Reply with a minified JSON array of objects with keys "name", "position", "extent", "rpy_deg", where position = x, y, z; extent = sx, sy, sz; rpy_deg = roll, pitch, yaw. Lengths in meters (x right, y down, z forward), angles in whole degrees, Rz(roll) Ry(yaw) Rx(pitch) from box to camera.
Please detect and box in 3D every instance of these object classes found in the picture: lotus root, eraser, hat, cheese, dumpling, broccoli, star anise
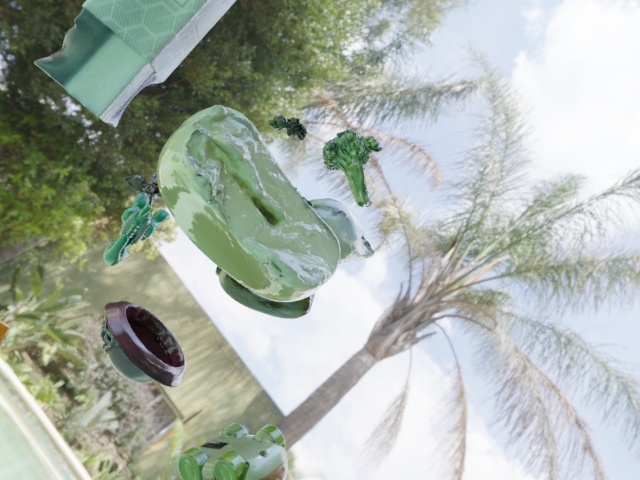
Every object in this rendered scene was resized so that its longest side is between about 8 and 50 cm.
[{"name":"lotus root","position":[-0.121,0.103,1.186],"extent":[0.241,0.124,0.123],"rpy_deg":[19,-59,2]},{"name":"eraser","position":[-0.156,-0.319,0.617],"extent":[0.098,0.404,0.096],"rpy_deg":[41,-5,-9]},{"name":"hat","position":[-0.339,0.202,0.955],"extent":[0.205,0.089,0.205],"rpy_deg":[51,-1,1]},{"name":"cheese","position":[-0.094,-0.037,0.663],"extent":[0.266,0.127,0.233],"rpy_deg":[48,-21,-12]},{"name":"dumpling","position":[-0.002,0.003,1.322],"extent":[0.227,0.175,0.243],"rpy_deg":[-22,-72,36]},{"name":"broccoli","position":[0.140,-0.267,1.814],"extent":[0.275,0.198,0.177],"rpy_deg":[52,-3,10]},{"name":"star anise","position":[-0.549,-0.146,1.687],"extent":[0.158,0.140,0.144],"rpy_deg":[42,-42,31]}]

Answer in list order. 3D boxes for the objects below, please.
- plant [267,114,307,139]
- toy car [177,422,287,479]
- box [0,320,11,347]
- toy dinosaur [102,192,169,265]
[{"name":"plant","position":[-0.127,-0.451,2.034],"extent":[0.174,0.085,0.087],"rpy_deg":[24,-42,14]},{"name":"toy car","position":[-0.158,0.500,1.032],"extent":[0.235,0.145,0.235],"rpy_deg":[9,-75,36]},{"name":"box","position":[-0.782,0.145,0.980],"extent":[0.221,0.091,0.274],"rpy_deg":[-13,-44,28]},{"name":"toy dinosaur","position":[-0.270,-0.015,0.745],"extent":[0.059,0.096,0.132],"rpy_deg":[37,-46,-13]}]
